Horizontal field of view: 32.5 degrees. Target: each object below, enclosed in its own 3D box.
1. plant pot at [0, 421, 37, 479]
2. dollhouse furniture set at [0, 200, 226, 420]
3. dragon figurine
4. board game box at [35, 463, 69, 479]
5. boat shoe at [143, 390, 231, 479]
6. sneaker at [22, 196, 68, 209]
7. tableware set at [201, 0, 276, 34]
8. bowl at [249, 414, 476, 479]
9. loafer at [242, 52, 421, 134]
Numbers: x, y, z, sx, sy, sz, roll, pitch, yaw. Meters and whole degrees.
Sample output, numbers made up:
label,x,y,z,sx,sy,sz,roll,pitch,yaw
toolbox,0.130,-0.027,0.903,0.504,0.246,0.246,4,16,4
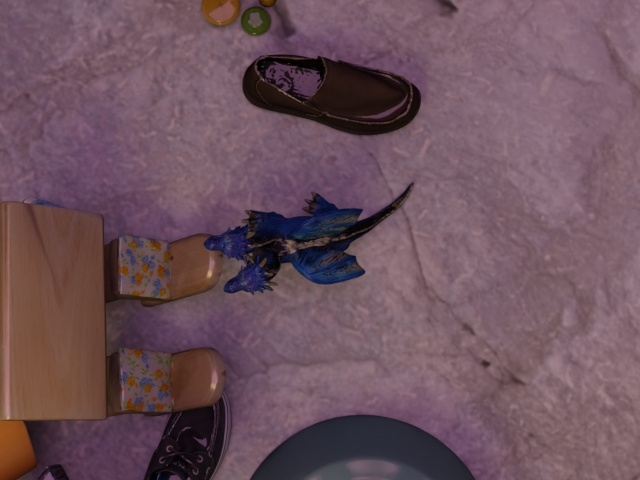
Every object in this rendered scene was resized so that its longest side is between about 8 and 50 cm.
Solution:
label,x,y,z,sx,sy,sz,roll,pitch,yaw
plant pot,-0.422,0.223,1.207,0.188,0.205,0.205,-18,81,-20
dollhouse furniture set,-0.242,0.151,1.079,0.362,0.256,0.394,8,73,-42
dragon figurine,0.000,0.000,1.243,0.289,0.144,0.085,-9,105,-21
board game box,-0.323,0.362,1.240,0.194,0.060,0.194,-17,81,-3
boat shoe,-0.165,0.268,1.248,0.080,0.076,0.228,24,81,3
sneaker,-0.327,0.030,1.294,0.073,0.063,0.162,6,81,-3
tableware set,-0.126,-0.320,1.374,0.154,0.024,0.104,20,84,2
bowl,0.050,0.348,1.194,0.312,0.163,0.311,0,82,-1
loafer,0.012,-0.179,1.321,0.220,0.078,0.080,6,81,1
